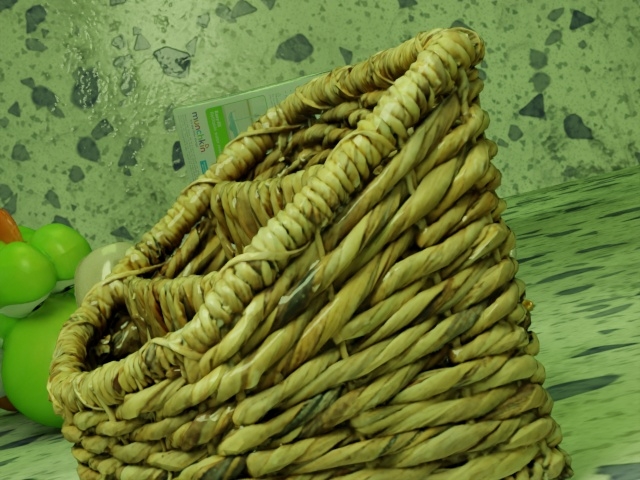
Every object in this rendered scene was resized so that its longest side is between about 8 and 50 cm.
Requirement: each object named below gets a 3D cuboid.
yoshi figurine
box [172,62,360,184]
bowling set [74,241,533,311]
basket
[{"bbox_3d":[-0.264,0.106,1.635,0.203,0.203,0.362,27,-26,-14],"label":"yoshi figurine"},{"bbox_3d":[-0.018,-0.052,2.162,0.231,0.262,0.127,-14,2,14],"label":"box"},{"bbox_3d":[-0.015,0.071,1.243,0.287,0.154,0.200,-15,-16,-10],"label":"bowling set"},{"bbox_3d":[-0.038,0.031,0.969,0.213,0.223,0.299,-14,4,-16],"label":"basket"}]
